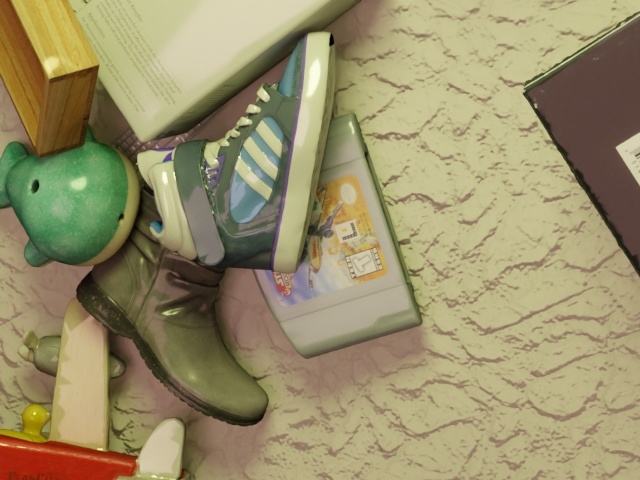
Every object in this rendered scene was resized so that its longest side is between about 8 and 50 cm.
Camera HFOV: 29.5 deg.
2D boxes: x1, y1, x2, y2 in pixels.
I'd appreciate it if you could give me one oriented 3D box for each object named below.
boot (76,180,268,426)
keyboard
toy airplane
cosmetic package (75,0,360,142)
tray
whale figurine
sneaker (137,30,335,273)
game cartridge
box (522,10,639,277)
[{"bbox_3d":[-0.166,0.086,1.703,0.338,0.118,0.223,39,106,2],"label":"boot"},{"bbox_3d":[-0.243,-0.139,1.725,0.256,0.014,0.072,-39,88,23],"label":"keyboard"},{"bbox_3d":[-0.377,0.332,1.777,0.386,0.272,0.384,-41,100,-14],"label":"toy airplane"},{"bbox_3d":[-0.120,-0.307,1.561,0.365,0.155,0.197,-33,89,19],"label":"cosmetic package"},{"bbox_3d":[-0.407,-0.334,1.586,0.411,0.076,0.203,62,154,15],"label":"tray"},{"bbox_3d":[-0.381,-0.070,1.696,0.272,0.141,0.216,21,90,35],"label":"whale figurine"},{"bbox_3d":[-0.117,-0.122,1.547,0.236,0.130,0.323,11,104,5],"label":"sneaker"},{"bbox_3d":[0.000,0.000,1.630,0.198,0.062,0.297,-18,91,9],"label":"game cartridge"},{"bbox_3d":[0.394,-0.108,1.365,0.182,0.294,0.296,-32,91,20],"label":"box"}]
